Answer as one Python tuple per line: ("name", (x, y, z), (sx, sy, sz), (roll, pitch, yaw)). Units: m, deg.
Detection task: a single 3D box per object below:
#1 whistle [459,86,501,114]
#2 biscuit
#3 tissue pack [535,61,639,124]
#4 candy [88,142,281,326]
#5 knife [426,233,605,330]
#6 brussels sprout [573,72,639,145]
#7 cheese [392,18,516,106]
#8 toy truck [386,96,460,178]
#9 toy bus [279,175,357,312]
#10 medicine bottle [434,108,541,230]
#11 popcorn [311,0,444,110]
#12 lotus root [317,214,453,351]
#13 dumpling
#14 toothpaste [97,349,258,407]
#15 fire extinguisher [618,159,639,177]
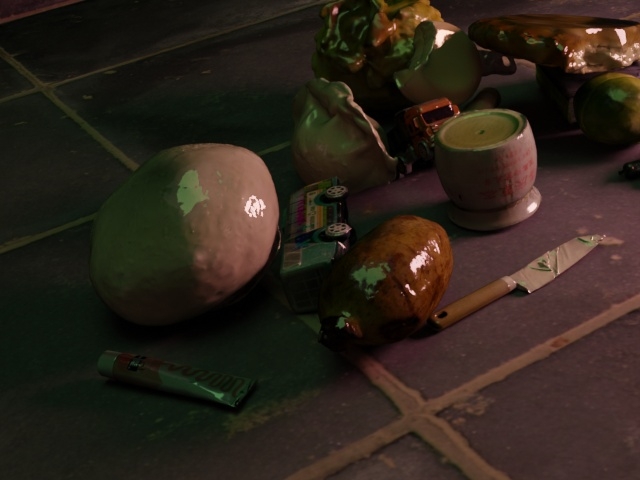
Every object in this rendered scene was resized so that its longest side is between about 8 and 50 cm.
("whistle", (0.267, -0.208, 1.677), (0.126, 0.067, 0.258), (2, 28, 25))
("biscuit", (0.413, -0.331, 1.601), (0.329, 0.078, 0.335), (7, 20, 4))
("tissue pack", (0.499, -0.285, 1.731), (0.173, 0.073, 0.235), (-8, 29, 2))
("candy", (-0.194, -0.023, 1.319), (0.296, 0.185, 0.295), (-13, 45, 14))
("knife", (0.264, 0.053, 1.256), (0.298, 0.017, 0.047), (-26, 39, -25))
("brussels sprout", (0.485, -0.211, 1.559), (0.155, 0.117, 0.155), (15, 15, -4))
("cheese", (0.249, -0.296, 1.703), (0.249, 0.163, 0.071), (13, -19, -27))
("toy truck", (0.160, -0.165, 1.550), (0.083, 0.092, 0.192), (-21, -4, -20))
("toy bus", (0.000, 0.000, 1.369), (0.109, 0.091, 0.261), (-13, 26, 8))
("medicine bottle", (0.246, -0.104, 1.413), (0.147, 0.143, 0.147), (-12, 30, 7))
("popcorn", (0.112, -0.360, 1.824), (0.258, 0.224, 0.270), (-3, -2, -16))
("lotus root", (0.076, 0.058, 1.189), (0.145, 0.128, 0.260), (-21, 12, 41))
("dumpling", (0.023, -0.169, 1.549), (0.147, 0.193, 0.258), (-33, 25, -26))
("toothpaste", (-0.179, 0.169, 1.176), (0.205, 0.036, 0.056), (8, 31, 22))
("fire extinguisher", (0.491, -0.112, 1.474), (0.083, 0.025, 0.038), (-15, -9, -9))
